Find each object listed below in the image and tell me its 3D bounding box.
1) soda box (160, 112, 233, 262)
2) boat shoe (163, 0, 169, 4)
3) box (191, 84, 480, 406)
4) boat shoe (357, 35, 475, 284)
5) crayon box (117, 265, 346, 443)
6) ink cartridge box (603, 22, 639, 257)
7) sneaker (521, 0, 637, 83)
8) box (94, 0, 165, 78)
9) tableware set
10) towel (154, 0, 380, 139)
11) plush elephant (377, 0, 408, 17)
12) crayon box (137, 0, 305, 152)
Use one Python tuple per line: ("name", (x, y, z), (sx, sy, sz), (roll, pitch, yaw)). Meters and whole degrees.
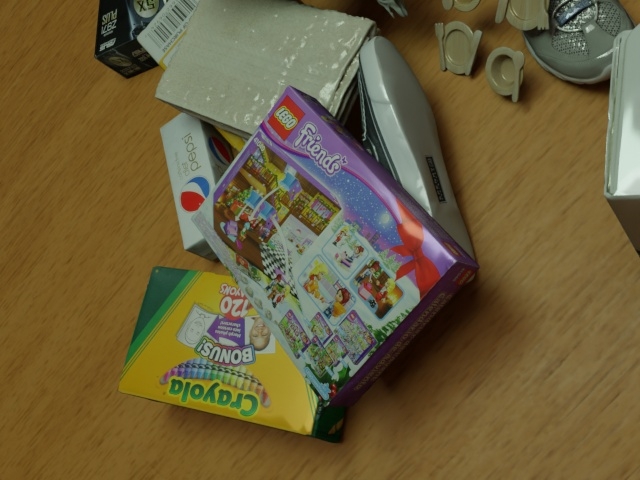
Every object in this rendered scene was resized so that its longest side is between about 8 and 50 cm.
("soda box", (-0.163, -0.082, 1.036), (0.074, 0.069, 0.216), (-29, 58, 21))
("boat shoe", (-0.190, -0.372, 1.135), (0.038, 0.125, 0.046), (-7, 96, 35))
("box", (0.000, 0.000, 0.784), (0.201, 0.057, 0.293), (-51, 57, 18))
("boat shoe", (0.083, -0.081, 0.839), (0.102, 0.108, 0.301), (-22, 82, 33))
("crayon box", (-0.096, 0.132, 0.887), (0.278, 0.081, 0.165), (5, 73, 27))
("ink cartridge box", (0.356, -0.037, 0.541), (0.223, 0.307, 0.129), (1, 73, 33))
("sneaker", (0.249, -0.288, 0.822), (0.105, 0.115, 0.281), (-36, 57, 16))
("box", (-0.278, -0.373, 1.213), (0.180, 0.077, 0.147), (-13, 66, 28))
("tableware set", (0.191, -0.246, 0.845), (0.168, 0.020, 0.141), (35, 135, 43))
("towel", (-0.071, -0.222, 0.938), (0.282, 0.049, 0.187), (25, 88, 27))
("plush elephant", (-0.014, -0.436, 0.900), (0.272, 0.330, 0.255), (-45, 28, 35))
("crayon box", (-0.094, -0.254, 1.030), (0.203, 0.083, 0.323), (-46, 62, 9))
